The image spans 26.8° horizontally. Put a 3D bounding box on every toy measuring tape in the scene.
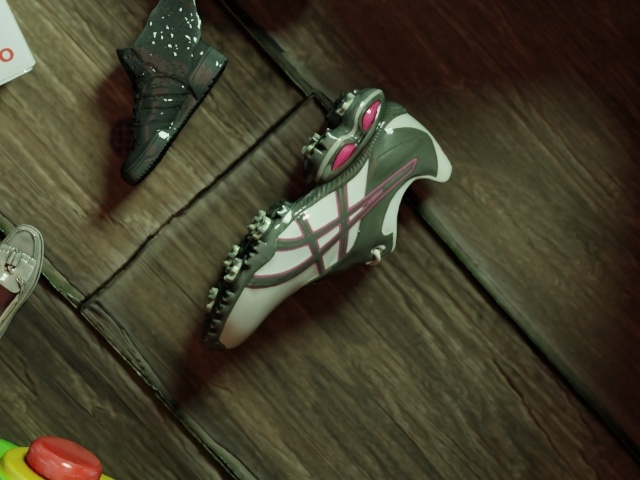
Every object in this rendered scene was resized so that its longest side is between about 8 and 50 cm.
[{"bbox_3d":[-0.187,0.261,1.189,0.330,0.121,0.121,25,96,-3],"label":"toy measuring tape"}]

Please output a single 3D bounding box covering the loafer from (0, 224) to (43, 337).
[{"bbox_3d":[-0.285,0.046,1.201,0.045,0.039,0.125,26,96,-2],"label":"loafer"}]

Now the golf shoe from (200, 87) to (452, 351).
[{"bbox_3d":[0.000,0.000,1.168,0.120,0.105,0.273,36,96,-11],"label":"golf shoe"}]

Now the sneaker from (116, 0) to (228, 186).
[{"bbox_3d":[-0.147,-0.139,1.178,0.089,0.051,0.170,36,90,-4],"label":"sneaker"}]

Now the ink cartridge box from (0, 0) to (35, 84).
[{"bbox_3d":[-0.347,-0.201,1.120,0.139,0.082,0.191,-29,106,-21],"label":"ink cartridge box"}]
